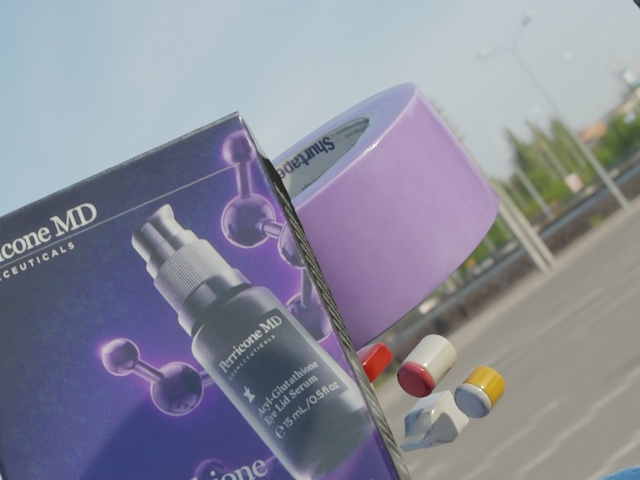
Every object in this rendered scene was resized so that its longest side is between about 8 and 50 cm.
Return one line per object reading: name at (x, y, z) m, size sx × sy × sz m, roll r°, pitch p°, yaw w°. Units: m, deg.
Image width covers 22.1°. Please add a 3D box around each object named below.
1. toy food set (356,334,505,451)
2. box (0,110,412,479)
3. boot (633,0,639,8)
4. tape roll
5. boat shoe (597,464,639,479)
toy food set at (0.062, 0.172, 1.608) m, size 0.232 × 0.111 × 0.104 m, roll -21°, pitch 18°, yaw 46°
box at (-0.056, 0.074, 0.706) m, size 0.153 × 0.207 × 0.108 m, roll -25°, pitch -13°, yaw 1°
boot at (0.282, -0.251, 1.022) m, size 0.131 × 0.348 × 0.260 m, roll -38°, pitch 38°, yaw -21°
tape roll at (0.000, 0.000, 0.903) m, size 0.189 × 0.080 × 0.189 m, roll -35°, pitch 12°, yaw 9°
boat shoe at (0.202, 0.199, 0.815) m, size 0.109 × 0.089 × 0.258 m, roll -8°, pitch 19°, yaw 6°
